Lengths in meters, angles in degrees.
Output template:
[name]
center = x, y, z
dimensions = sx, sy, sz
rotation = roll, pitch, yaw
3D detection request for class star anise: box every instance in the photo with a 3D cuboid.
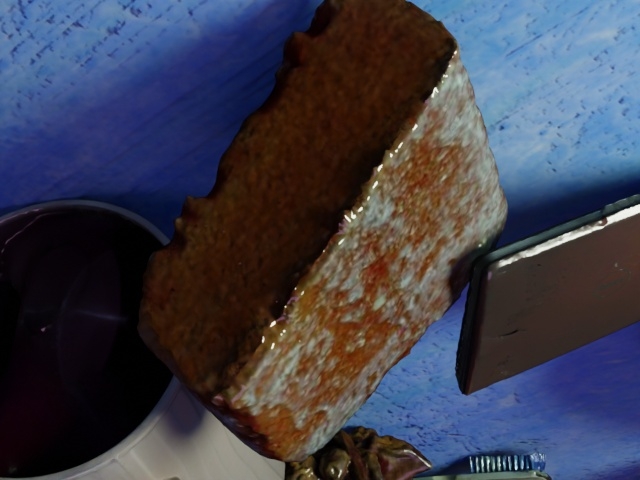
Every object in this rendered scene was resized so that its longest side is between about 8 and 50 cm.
[star anise]
center = 0.028, 0.202, 0.958
dimensions = 0.234, 0.073, 0.177
rotation = 7, -168, 42

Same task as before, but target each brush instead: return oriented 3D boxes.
[brush]
center = 0.136, 0.224, 1.077
dimensions = 0.179, 0.030, 0.033
rotation = -14, 156, 36

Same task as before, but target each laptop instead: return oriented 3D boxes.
[laptop]
center = 0.186, 0.022, 0.742
dimensions = 0.207, 0.026, 0.153
rotation = -21, 144, -14

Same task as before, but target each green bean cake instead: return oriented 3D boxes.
[green bean cake]
center = 0.000, 0.000, 0.650
dimensions = 0.097, 0.232, 0.198
rotation = 34, 168, 36

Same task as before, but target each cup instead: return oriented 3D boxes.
[cup]
center = -0.127, 0.138, 0.807
dimensions = 0.288, 0.208, 0.273
rotation = 19, 152, 27
